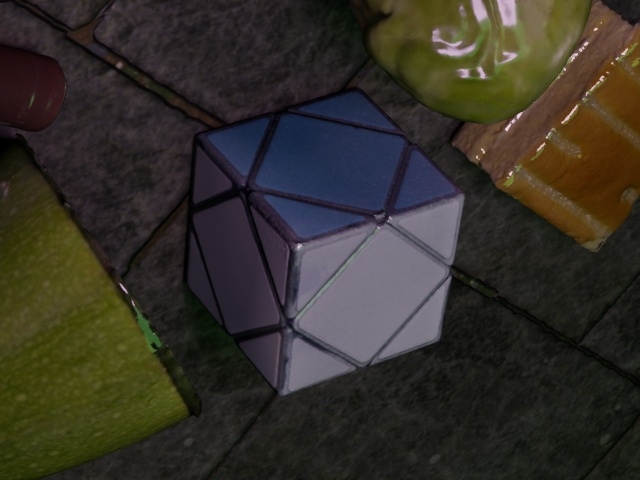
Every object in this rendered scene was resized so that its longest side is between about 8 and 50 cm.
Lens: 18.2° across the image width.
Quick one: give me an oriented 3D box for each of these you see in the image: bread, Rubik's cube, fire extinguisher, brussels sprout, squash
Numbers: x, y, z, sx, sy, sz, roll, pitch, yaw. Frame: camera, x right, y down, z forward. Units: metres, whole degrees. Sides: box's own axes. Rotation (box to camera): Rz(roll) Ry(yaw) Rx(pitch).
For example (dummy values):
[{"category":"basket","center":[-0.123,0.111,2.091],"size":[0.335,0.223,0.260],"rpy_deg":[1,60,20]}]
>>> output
[{"category":"bread","center":[0.306,-0.128,2.242],"size":[0.239,0.111,0.246],"rpy_deg":[-48,142,8]},{"category":"Rubik's cube","center":[0.000,0.000,2.024],"size":[0.205,0.205,0.207],"rpy_deg":[-17,136,-28]},{"category":"fire extinguisher","center":[-0.324,-0.135,1.710],"size":[0.071,0.099,0.231],"rpy_deg":[-32,152,35]},{"category":"brussels sprout","center":[0.127,-0.261,1.864],"size":[0.243,0.316,0.274],"rpy_deg":[-26,171,32]},{"category":"squash","center":[-0.312,0.109,1.790],"size":[0.309,0.310,0.310],"rpy_deg":[-34,141,-8]}]

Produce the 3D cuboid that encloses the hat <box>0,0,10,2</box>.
[{"category":"hat","center":[-0.225,-0.257,1.536],"size":[0.257,0.381,0.366],"rpy_deg":[-1,141,6]}]
